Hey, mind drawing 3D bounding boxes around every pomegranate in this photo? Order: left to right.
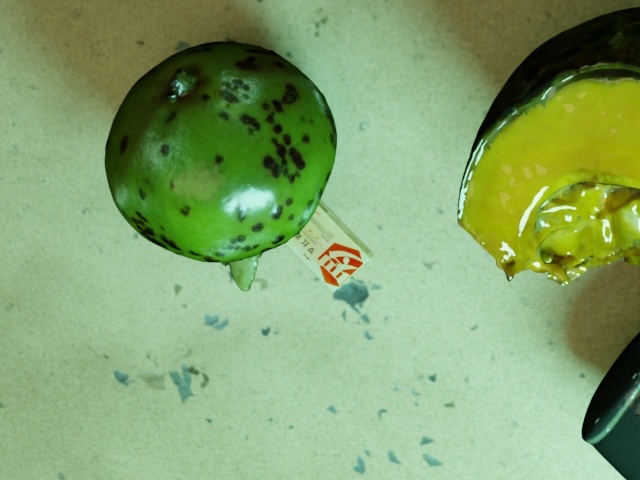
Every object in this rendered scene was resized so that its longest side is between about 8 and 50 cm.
[{"bbox_3d":[-0.085,-0.065,1.105,0.211,0.211,0.263,6,147,19],"label":"pomegranate"}]

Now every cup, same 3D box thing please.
[{"bbox_3d":[0.344,0.138,1.045,0.176,0.169,0.223,35,84,13],"label":"cup"}]

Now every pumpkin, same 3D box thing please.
[{"bbox_3d":[0.281,-0.051,0.940,0.303,0.225,0.256,41,121,1],"label":"pumpkin"}]

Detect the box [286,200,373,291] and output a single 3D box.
[{"bbox_3d":[0.000,0.000,1.186,0.093,0.015,0.058,45,120,-1],"label":"box"}]
